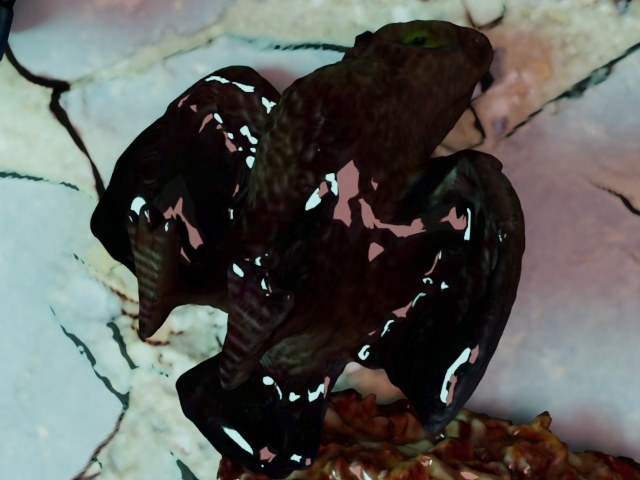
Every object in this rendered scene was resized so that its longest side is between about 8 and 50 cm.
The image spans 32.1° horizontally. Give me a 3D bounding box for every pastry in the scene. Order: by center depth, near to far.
[{"bbox_3d":[0.053,0.133,0.489,0.209,0.097,0.115,12,110,-4],"label":"pastry"}]

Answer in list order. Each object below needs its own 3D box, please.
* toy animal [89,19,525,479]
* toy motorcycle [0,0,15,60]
[{"bbox_3d":[0.005,-0.007,0.455,0.179,0.219,0.116,-44,133,-26],"label":"toy animal"},{"bbox_3d":[-0.144,-0.229,0.407,0.196,0.125,0.331,10,97,-3],"label":"toy motorcycle"}]
